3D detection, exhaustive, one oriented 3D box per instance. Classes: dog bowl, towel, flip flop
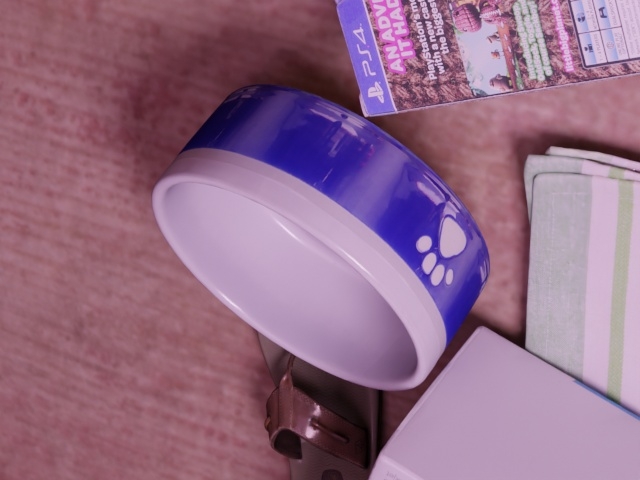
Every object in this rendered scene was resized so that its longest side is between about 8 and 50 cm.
[{"bbox_3d":[0.000,0.000,1.422,0.265,0.104,0.265,31,157,14],"label":"dog bowl"},{"bbox_3d":[0.311,0.062,1.383,0.325,0.038,0.248,13,123,26],"label":"towel"},{"bbox_3d":[-0.005,0.175,1.598,0.112,0.080,0.277,6,115,26],"label":"flip flop"}]

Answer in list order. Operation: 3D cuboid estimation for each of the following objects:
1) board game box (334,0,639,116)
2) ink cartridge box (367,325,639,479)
[{"bbox_3d":[0.154,-0.237,1.280,0.291,0.141,0.232,-6,110,30],"label":"board game box"},{"bbox_3d":[0.135,0.259,1.474,0.198,0.197,0.270,30,131,13],"label":"ink cartridge box"}]
